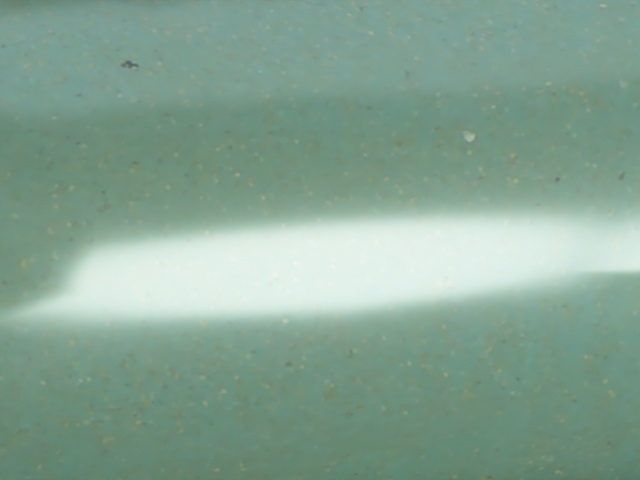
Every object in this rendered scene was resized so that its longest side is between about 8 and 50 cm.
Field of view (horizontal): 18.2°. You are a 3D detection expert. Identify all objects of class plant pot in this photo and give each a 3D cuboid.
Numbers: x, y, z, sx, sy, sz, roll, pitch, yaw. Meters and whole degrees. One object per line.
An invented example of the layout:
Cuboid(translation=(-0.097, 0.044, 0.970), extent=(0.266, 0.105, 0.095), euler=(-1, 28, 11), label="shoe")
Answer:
Cuboid(translation=(0.000, 0.000, 0.736), extent=(0.334, 0.341, 0.341), euler=(-4, 31, -20), label="plant pot")
